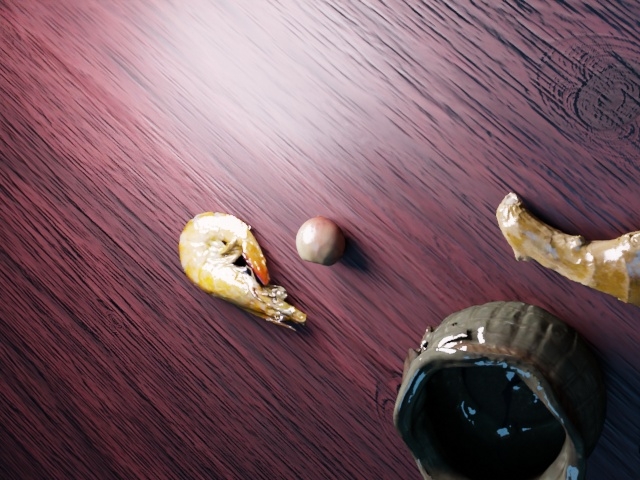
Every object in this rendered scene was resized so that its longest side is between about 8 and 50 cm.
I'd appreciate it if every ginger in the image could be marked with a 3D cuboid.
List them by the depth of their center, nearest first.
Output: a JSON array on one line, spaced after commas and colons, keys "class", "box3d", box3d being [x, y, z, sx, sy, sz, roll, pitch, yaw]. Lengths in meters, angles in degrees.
[{"class": "ginger", "box3d": [0.370, 0.013, 1.011, 0.295, 0.086, 0.131, 24, 140, 25]}]

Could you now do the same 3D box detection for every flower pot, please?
[{"class": "flower pot", "box3d": [0.242, 0.238, 1.081, 0.302, 0.213, 0.301, 10, 112, 25]}]

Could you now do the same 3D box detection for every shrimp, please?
[{"class": "shrimp", "box3d": [-0.131, 0.047, 1.316, 0.287, 0.063, 0.152, 27, 107, 20]}]

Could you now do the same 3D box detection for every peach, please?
[{"class": "peach", "box3d": [0.001, 0.001, 1.210, 0.083, 0.083, 0.083, 10, 112, 26]}]

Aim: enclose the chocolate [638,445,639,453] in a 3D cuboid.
[{"class": "chocolate", "box3d": [0.520, 0.300, 0.972, 0.224, 0.177, 0.206, -26, 94, 35]}]
